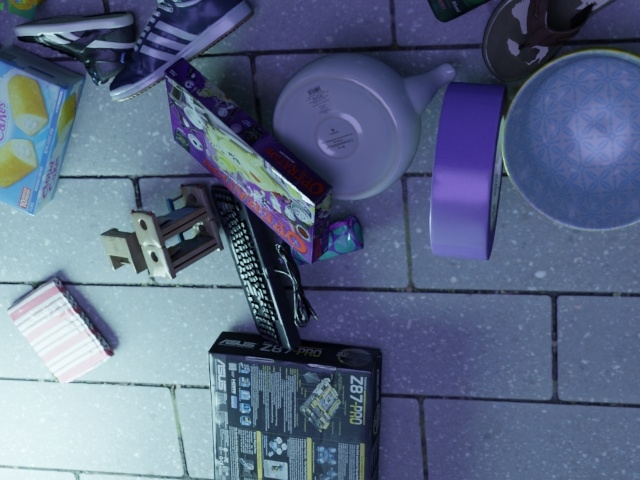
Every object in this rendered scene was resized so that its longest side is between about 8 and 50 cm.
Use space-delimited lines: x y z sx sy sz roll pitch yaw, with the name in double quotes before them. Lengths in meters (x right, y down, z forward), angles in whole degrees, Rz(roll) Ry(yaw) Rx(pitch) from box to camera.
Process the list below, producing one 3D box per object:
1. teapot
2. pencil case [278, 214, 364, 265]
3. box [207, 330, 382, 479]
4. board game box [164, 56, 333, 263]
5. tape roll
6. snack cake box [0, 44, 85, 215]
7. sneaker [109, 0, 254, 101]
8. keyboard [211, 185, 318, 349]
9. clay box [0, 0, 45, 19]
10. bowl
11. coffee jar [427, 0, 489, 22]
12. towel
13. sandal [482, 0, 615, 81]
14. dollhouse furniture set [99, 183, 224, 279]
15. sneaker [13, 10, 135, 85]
"teapot" 0.052 -0.196 1.865 0.256 0.187 0.252 23 122 8
"pencil case" 0.000 0.000 2.037 0.152 0.064 0.070 -14 135 19
"box" -0.048 0.379 2.209 0.318 0.097 0.395 6 115 14
"board game box" -0.119 -0.128 1.890 0.347 0.056 0.208 41 162 19
"tape roll" 0.234 -0.109 1.808 0.090 0.275 0.275 6 116 11
"snack cake box" -0.535 -0.197 2.072 0.152 0.089 0.264 23 117 3
"sneaker" -0.265 -0.358 1.913 0.282 0.099 0.153 -32 107 13
"keyboard" -0.099 0.053 2.052 0.201 0.033 0.317 8 122 49
"clay box" -0.512 -0.497 1.948 0.127 0.053 0.222 21 119 4
"bowl" 0.432 -0.176 1.792 0.289 0.156 0.289 6 116 12
"coffee jar" 0.251 -0.408 1.762 0.184 0.079 0.096 -17 108 30
"towel" -0.514 0.180 2.277 0.144 0.029 0.197 -30 101 25
"sandal" 0.366 -0.361 1.763 0.120 0.086 0.303 46 117 -8
"dollhouse furniture set" -0.297 -0.022 2.093 0.184 0.129 0.129 6 119 45
"sneaker" -0.419 -0.323 1.988 0.217 0.079 0.121 -2 112 14
